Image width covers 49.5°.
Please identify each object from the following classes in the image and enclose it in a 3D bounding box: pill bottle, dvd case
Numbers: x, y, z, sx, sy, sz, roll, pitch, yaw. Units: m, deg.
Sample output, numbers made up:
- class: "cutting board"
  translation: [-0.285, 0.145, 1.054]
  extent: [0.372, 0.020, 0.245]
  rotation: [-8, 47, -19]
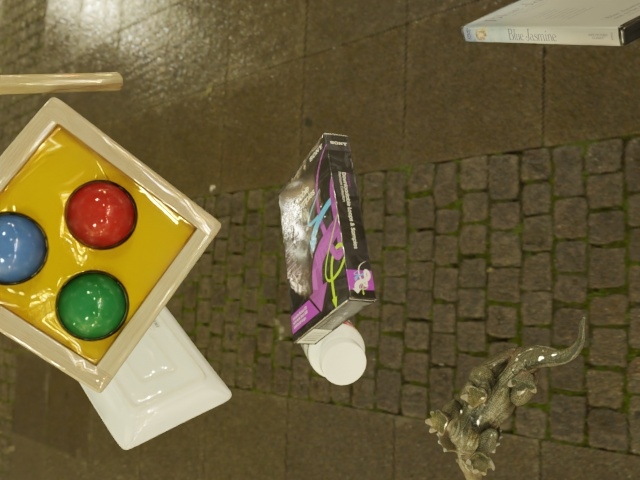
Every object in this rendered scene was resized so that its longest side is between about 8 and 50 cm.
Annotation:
- class: "pill bottle"
  translation: [0.024, 0.197, 1.305]
  extent: [0.180, 0.108, 0.108]
  rotation: [-134, 60, -71]
- class: "dvd case"
  translation: [0.305, -0.265, 0.787]
  extent: [0.253, 0.180, 0.022]
  rotation: [31, 146, 60]

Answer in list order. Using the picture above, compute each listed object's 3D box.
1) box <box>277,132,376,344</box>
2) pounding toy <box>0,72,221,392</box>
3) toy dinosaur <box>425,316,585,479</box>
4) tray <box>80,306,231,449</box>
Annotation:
- class: "box"
  translation: [0.000, 0.000, 0.635]
  extent: [0.116, 0.029, 0.162]
  rotation: [134, 136, -52]
- class: "pounding toy"
  translation: [-0.170, -0.041, 0.432]
  extent: [0.181, 0.206, 0.094]
  rotation: [-56, 19, -14]
- class: "toy dinosaur"
  translation: [0.231, 0.205, 0.926]
  extent: [0.121, 0.160, 0.313]
  rotation: [29, 107, 14]
- class: "tray"
  translation: [-0.238, 0.123, 0.860]
  extent: [0.270, 0.145, 0.030]
  rotation: [43, 138, 33]
